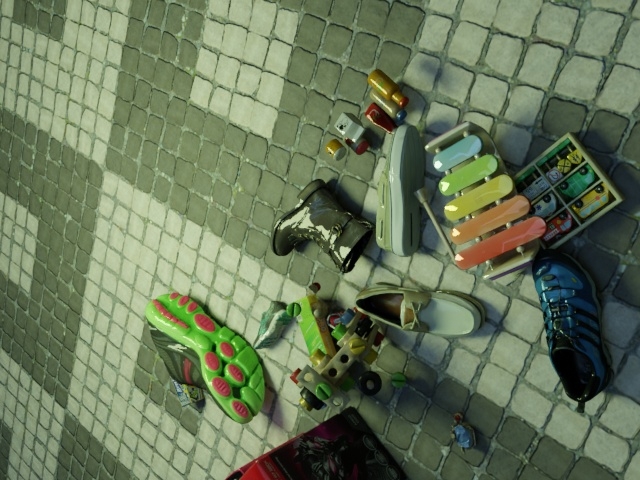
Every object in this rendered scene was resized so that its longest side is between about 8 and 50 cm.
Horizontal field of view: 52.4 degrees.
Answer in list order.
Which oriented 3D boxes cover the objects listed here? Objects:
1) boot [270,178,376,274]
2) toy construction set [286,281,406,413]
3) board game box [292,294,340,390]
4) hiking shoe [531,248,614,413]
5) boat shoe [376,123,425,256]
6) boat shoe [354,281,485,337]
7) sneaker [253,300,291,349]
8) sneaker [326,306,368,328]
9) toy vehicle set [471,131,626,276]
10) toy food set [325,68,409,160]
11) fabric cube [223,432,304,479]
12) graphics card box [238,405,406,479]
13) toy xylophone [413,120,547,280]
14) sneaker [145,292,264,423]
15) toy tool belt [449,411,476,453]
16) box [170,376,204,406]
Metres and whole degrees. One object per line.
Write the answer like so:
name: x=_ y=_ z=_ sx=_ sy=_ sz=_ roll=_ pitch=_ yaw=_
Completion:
boot: x=0.000 y=0.000 z=1.610 sx=0.229 sy=0.091 sz=0.263 roll=51 pitch=121 yaw=29
toy construction set: x=0.022 y=0.249 z=1.486 sx=0.257 sy=0.237 sz=0.309 roll=-24 pitch=87 yaw=3
board game box: x=-0.002 y=0.271 z=1.674 sx=0.124 sy=0.039 sz=0.260 roll=-32 pitch=73 yaw=66
hiking shoe: x=0.484 y=0.163 z=1.253 sx=0.113 sy=0.132 sz=0.304 roll=-22 pitch=89 yaw=35
boat shoe: x=0.169 y=-0.111 z=1.475 sx=0.094 sy=0.109 sz=0.303 roll=11 pitch=107 yaw=37
boat shoe: x=0.217 y=0.165 z=1.481 sx=0.302 sy=0.103 sz=0.113 roll=6 pitch=101 yaw=36
sneaker: x=-0.141 y=0.233 z=1.798 sx=0.166 sy=0.065 sz=0.076 roll=-54 pitch=50 yaw=26
sneaker: x=0.068 y=0.189 z=1.620 sx=0.118 sy=0.067 sz=0.042 roll=-25 pitch=83 yaw=37
toy vehicle set: x=0.448 y=-0.068 z=1.314 sx=0.267 sy=0.035 sz=0.166 roll=-43 pitch=71 yaw=33
toy food set: x=0.117 y=-0.261 z=1.484 sx=0.104 sy=0.111 sz=0.232 roll=47 pitch=119 yaw=22
fabric cube: x=-0.117 y=0.715 z=1.723 sx=0.259 sy=0.258 sz=0.254 roll=51 pitch=123 yaw=19
graphics card box: x=0.017 y=0.561 z=1.527 sx=0.233 sy=0.370 sz=0.094 roll=50 pitch=123 yaw=21
toy xylophone: x=0.313 y=-0.068 z=1.341 sx=0.236 sy=0.081 sz=0.323 roll=-39 pitch=74 yaw=35
sneaker: x=-0.335 y=0.352 z=1.909 sx=0.483 sy=0.185 sz=0.202 roll=42 pitch=138 yaw=28
toy tool belt: x=0.320 y=0.437 z=1.479 sx=0.052 sy=0.051 sz=0.083 roll=-27 pitch=81 yaw=36
box: x=-0.427 y=0.428 z=2.033 sx=0.054 sy=0.059 sz=0.169 roll=-29 pitch=80 yaw=35
